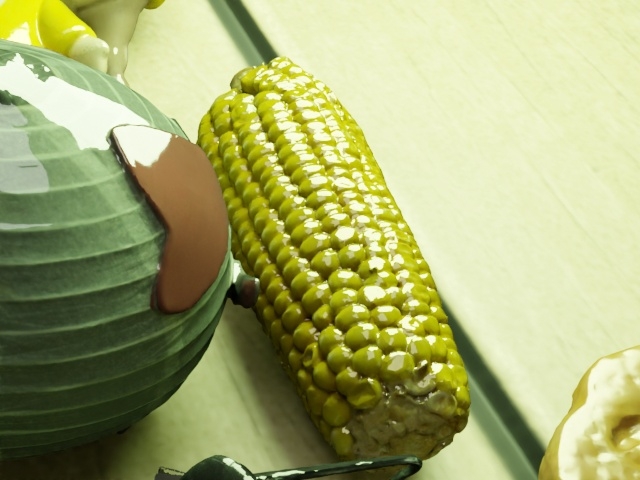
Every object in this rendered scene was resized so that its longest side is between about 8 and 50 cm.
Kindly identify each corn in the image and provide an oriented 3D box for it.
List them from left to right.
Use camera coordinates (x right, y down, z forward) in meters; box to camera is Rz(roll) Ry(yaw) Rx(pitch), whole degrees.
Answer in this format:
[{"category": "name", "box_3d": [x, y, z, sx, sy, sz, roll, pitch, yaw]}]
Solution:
[{"category": "corn", "box_3d": [0.000, 0.000, 0.753, 0.119, 0.119, 0.321, -13, 46, -16]}]

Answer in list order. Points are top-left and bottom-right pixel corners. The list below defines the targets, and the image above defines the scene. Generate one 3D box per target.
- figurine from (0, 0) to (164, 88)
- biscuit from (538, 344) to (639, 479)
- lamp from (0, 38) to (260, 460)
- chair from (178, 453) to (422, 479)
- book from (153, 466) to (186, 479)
[{"category": "figurine", "box_3d": [-0.229, -0.196, 0.912, 0.215, 0.187, 0.343, 17, 50, 2]}, {"category": "biscuit", "box_3d": [0.282, 0.154, 0.646, 0.351, 0.057, 0.312, -25, 49, -29]}, {"category": "lamp", "box_3d": [-0.174, 0.001, 0.663, 0.265, 0.233, 0.233, 29, 49, 19]}, {"category": "chair", "box_3d": [-0.055, 0.163, 0.462, 0.221, 0.145, 0.140, 17, 34, -36]}, {"category": "book", "box_3d": [-0.040, 0.224, 0.582, 0.158, 0.026, 0.231, 13, 44, 7]}]
